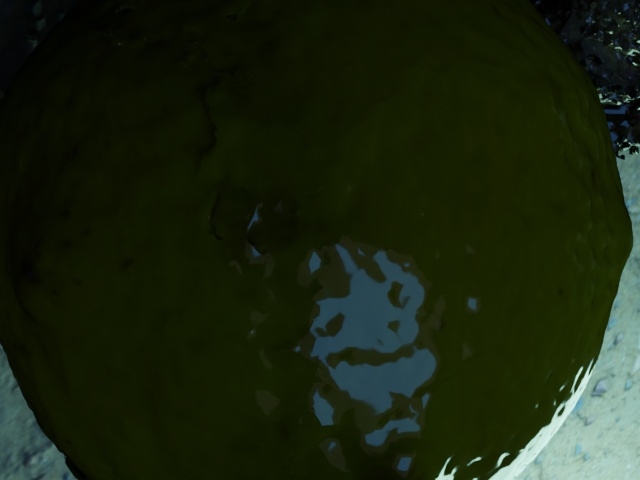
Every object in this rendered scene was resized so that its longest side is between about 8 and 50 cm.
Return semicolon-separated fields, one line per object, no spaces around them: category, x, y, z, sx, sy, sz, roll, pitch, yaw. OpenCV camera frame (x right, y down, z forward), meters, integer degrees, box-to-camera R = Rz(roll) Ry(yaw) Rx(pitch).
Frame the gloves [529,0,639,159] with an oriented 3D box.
gloves;0.238;-0.176;0.961;0.312;0.135;0.210;-32;131;20

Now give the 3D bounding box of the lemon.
lemon;0.000;0.000;0.769;0.387;0.350;0.349;-12;127;-46
